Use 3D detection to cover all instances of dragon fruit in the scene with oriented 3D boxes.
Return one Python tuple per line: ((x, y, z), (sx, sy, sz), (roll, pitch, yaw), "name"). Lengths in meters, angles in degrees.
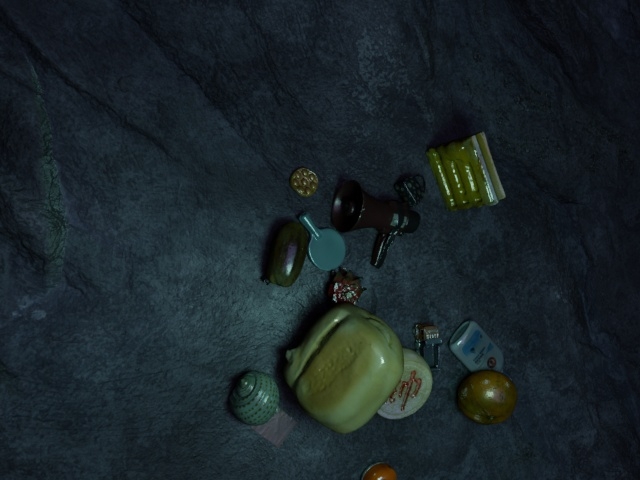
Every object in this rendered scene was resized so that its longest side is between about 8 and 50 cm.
((0.088, 0.181, 1.800), (0.142, 0.121, 0.130), (-53, 133, -44), "dragon fruit")

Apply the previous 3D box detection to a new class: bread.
((0.097, 0.423, 1.666), (0.376, 0.348, 0.253), (-56, 144, 6), "bread")
((-0.059, -0.214, 1.804), (0.110, 0.024, 0.110), (1, 87, -23), "bread")

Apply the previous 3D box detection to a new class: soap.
((0.573, -0.268, 1.939), (0.143, 0.259, 0.281), (-24, 99, -27), "soap")

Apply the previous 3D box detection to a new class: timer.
((0.222, 0.888, 1.821), (0.136, 0.136, 0.099), (-36, 95, -19), "timer")

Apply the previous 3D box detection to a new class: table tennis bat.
((0.000, 0.000, 1.813), (0.153, 0.040, 0.244), (-42, 107, -19), "table tennis bat")

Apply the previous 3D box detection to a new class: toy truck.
((0.421, 0.425, 1.934), (0.083, 0.092, 0.192), (0, 87, -21), "toy truck")

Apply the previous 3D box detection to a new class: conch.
((-0.208, 0.540, 1.652), (0.200, 0.131, 0.172), (46, 69, -10), "conch")

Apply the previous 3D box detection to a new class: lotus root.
((-0.117, 0.049, 1.719), (0.124, 0.123, 0.241), (17, 84, -29), "lotus root")

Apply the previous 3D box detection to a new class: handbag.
((0.374, -0.210, 1.962), (0.139, 0.072, 0.115), (-40, 101, -32), "handbag")

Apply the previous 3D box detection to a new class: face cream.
((0.679, 0.492, 2.041), (0.163, 0.080, 0.337), (-46, 104, -14), "face cream")

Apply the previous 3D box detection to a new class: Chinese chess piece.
((0.282, 0.526, 1.825), (0.270, 0.112, 0.270), (-5, 108, -16), "Chinese chess piece")

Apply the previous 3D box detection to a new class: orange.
((0.662, 0.627, 1.949), (0.240, 0.171, 0.240), (3, 125, 4), "orange")

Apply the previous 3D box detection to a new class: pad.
((-0.181, 0.634, 1.730), (0.188, 0.006, 0.113), (44, 73, -15), "pad")

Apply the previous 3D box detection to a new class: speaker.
((0.217, -0.051, 1.831), (0.329, 0.198, 0.259), (18, 68, -29), "speaker")
